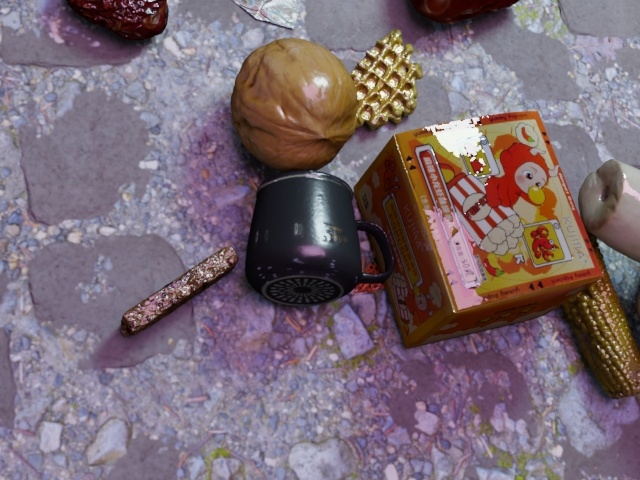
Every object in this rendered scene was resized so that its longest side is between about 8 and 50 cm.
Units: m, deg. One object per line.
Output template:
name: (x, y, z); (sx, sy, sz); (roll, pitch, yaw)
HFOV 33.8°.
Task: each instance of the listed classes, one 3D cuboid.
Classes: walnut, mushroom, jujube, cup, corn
walnut: (-0.037, -0.199, 1.579); (0.195, 0.195, 0.222); (-11, 30, -19)
mushroom: (0.604, 0.017, 1.618); (0.353, 0.353, 0.325); (-2, 48, -18)
jujube: (-0.315, -0.364, 1.620); (0.166, 0.104, 0.104); (12, 68, -8)
cup: (0.000, 0.000, 1.554); (0.223, 0.169, 0.176); (7, 62, -17)
corn: (0.433, 0.098, 1.689); (0.097, 0.097, 0.320); (-16, 79, -21)
jujube: (0.256, -0.454, 1.799); (0.230, 0.155, 0.155); (-16, 76, -30)

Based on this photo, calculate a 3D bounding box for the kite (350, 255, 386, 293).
kite: (0.142, 0.024, 1.671); (0.222, 0.008, 0.125); (0, 71, -17)

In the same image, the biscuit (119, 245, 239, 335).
biscuit: (-0.202, 0.074, 1.517); (0.199, 0.064, 0.034); (-35, 85, -25)

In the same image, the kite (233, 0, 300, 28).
kite: (-0.059, -0.459, 1.777); (0.127, 0.016, 0.229); (31, 68, -8)

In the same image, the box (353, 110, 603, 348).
box: (0.233, -0.018, 1.595); (0.259, 0.214, 0.283); (-11, 72, -23)

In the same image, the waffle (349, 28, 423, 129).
waffle: (0.082, -0.261, 1.732); (0.192, 0.046, 0.160); (-15, 78, -21)
